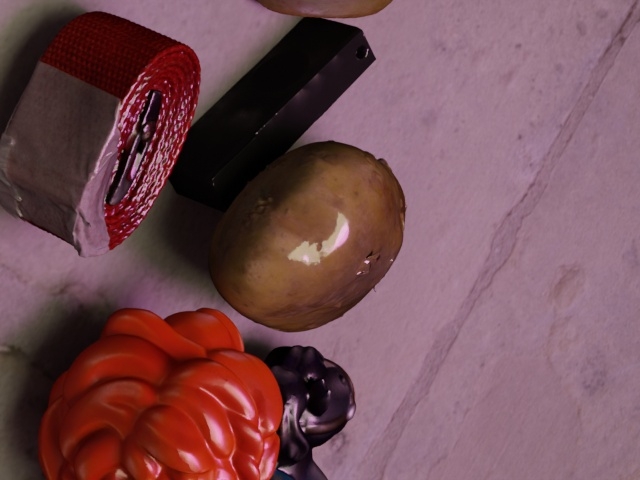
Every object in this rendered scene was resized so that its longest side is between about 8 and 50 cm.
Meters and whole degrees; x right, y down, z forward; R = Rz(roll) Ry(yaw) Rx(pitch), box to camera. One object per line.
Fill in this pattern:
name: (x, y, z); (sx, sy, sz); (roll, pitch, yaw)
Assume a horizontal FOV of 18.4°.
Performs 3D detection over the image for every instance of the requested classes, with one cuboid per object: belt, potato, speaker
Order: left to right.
belt: (-0.199, -0.096, 1.699); (0.201, 0.124, 0.128); (-65, 155, 3)
speaker: (-0.048, -0.122, 1.857); (0.218, 0.082, 0.044); (-46, 131, -20)
potato: (0.000, 0.000, 1.857); (0.191, 0.141, 0.296); (-52, 171, 6)

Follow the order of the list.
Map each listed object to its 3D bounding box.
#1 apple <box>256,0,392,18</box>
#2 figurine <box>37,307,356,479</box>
apple: (-0.003, -0.318, 1.810); (0.193, 0.120, 0.265); (-14, 112, -27)
figurine: (-0.090, 0.220, 1.863); (0.412, 0.241, 0.306); (11, 106, -55)
